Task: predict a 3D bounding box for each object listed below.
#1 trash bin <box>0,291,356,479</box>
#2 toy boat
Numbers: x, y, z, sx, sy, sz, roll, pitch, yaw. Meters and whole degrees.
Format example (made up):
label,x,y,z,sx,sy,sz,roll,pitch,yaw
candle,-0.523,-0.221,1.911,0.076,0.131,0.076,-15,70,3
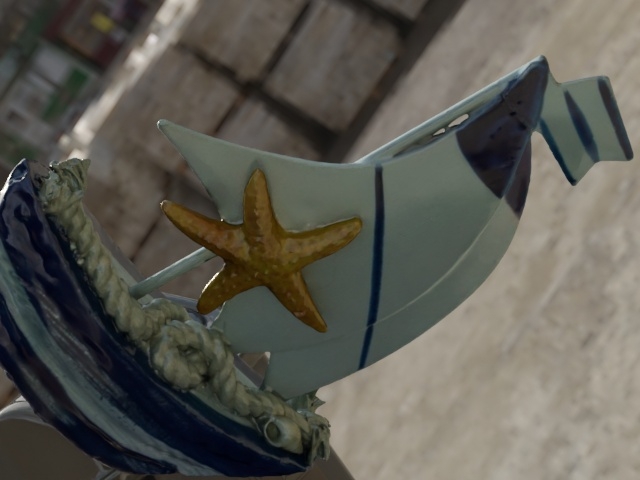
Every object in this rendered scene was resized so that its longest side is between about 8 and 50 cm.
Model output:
label,x,y,z,sx,sy,sz,roll,pitch,yaw
trash bin,-0.080,0.188,1.240,0.182,0.290,0.209,-34,6,34
toy boat,0.000,0.000,0.815,0.291,0.220,0.067,-30,34,15
